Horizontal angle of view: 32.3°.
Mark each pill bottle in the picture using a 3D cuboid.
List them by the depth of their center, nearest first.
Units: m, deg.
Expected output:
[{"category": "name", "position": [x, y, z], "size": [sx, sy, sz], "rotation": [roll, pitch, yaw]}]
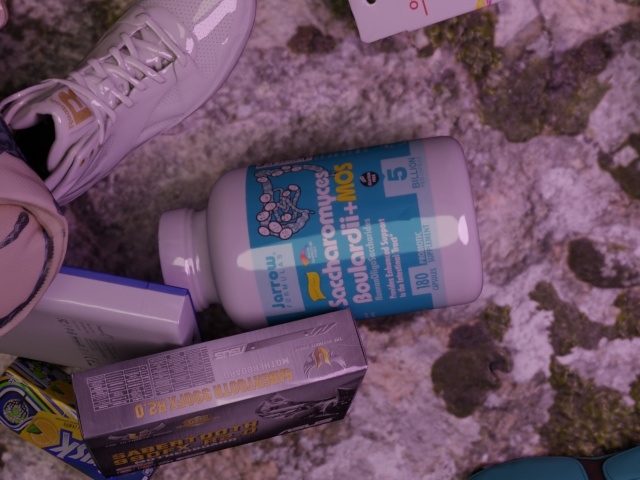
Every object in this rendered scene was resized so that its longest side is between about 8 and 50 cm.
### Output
[{"category": "pill bottle", "position": [0.000, 0.000, 0.948], "size": [0.264, 0.146, 0.146], "rotation": [-9, 103, 5]}]

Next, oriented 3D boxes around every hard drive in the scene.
[{"category": "hard drive", "position": [-0.263, 0.059, 0.946], "size": [0.318, 0.210, 0.040], "rotation": [11, 69, 3]}]

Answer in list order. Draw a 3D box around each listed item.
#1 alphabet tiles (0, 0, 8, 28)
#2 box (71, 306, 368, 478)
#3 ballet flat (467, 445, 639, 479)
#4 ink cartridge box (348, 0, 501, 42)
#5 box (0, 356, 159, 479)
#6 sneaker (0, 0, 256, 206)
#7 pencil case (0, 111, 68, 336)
[{"category": "alphabet tiles", "position": [-0.387, -0.299, 0.962], "size": [0.277, 0.021, 0.284], "rotation": [-19, 101, 8]}, {"category": "box", "position": [-0.084, 0.134, 0.940], "size": [0.230, 0.183, 0.056], "rotation": [-13, 71, -11]}, {"category": "ballet flat", "position": [0.259, 0.243, 1.029], "size": [0.247, 0.083, 0.087], "rotation": [-13, 116, 8]}, {"category": "ink cartridge box", "position": [0.104, -0.244, 0.914], "size": [0.181, 0.062, 0.104], "rotation": [-17, 121, 6]}, {"category": "box", "position": [-0.228, 0.175, 1.045], "size": [0.168, 0.059, 0.054], "rotation": [32, 103, -4]}, {"category": "sneaker", "position": [-0.171, -0.120, 0.918], "size": [0.108, 0.169, 0.292], "rotation": [45, 100, -5]}, {"category": "pencil case", "position": [-0.346, -0.098, 0.823], "size": [0.183, 0.160, 0.410], "rotation": [-38, 64, 3]}]
